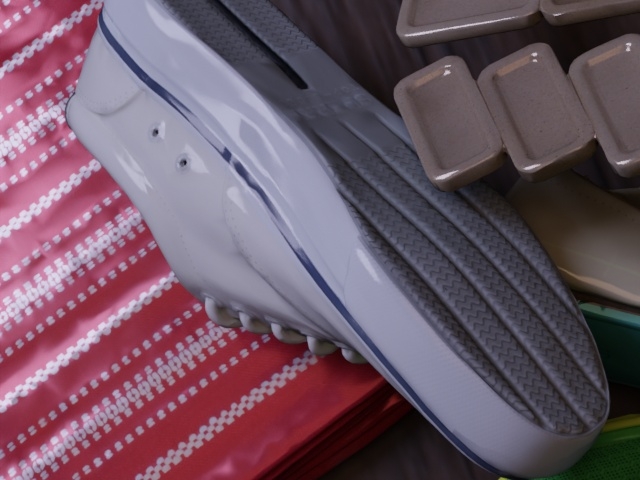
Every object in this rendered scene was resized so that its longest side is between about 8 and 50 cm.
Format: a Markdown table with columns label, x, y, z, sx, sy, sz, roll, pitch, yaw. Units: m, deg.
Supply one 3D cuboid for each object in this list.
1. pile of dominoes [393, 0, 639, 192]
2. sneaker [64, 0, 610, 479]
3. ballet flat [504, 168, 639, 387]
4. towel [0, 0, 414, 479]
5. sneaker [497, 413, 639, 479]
| label | x | y | z | sx | sy | sz | roll | pitch | yaw |
| --- | --- | --- | --- | --- | --- | --- | --- | --- | --- |
| pile of dominoes | 0.148 | -0.093 | 0.605 | 0.251 | 0.040 | 0.196 | -7 | 51 | 26 |
| sneaker | 0.000 | 0.000 | 0.618 | 0.258 | 0.094 | 0.091 | 49 | 127 | 27 |
| ballet flat | 0.175 | 0.033 | 0.624 | 0.248 | 0.086 | 0.086 | 22 | 81 | 14 |
| towel | -0.108 | 0.009 | 0.694 | 0.199 | 0.031 | 0.275 | -37 | 74 | -1 |
| sneaker | 0.186 | 0.149 | 0.558 | 0.295 | 0.123 | 0.109 | 23 | 116 | 14 |
